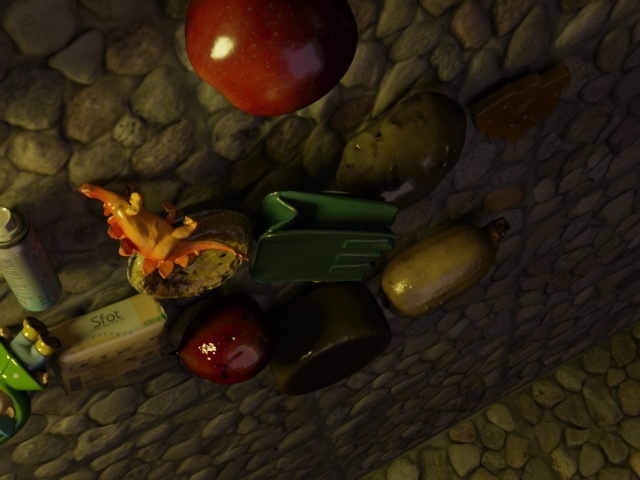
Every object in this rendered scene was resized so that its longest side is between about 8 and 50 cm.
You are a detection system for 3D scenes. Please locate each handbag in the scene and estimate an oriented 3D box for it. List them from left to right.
[{"bbox_3d":[-0.001,-0.001,1.690,0.238,0.089,0.326,3,163,-8],"label":"handbag"}]

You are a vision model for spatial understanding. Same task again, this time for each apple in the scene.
[{"bbox_3d":[-0.062,-0.270,1.235,0.201,0.218,0.218,-40,151,19],"label":"apple"}]

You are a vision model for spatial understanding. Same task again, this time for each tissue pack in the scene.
[{"bbox_3d":[-0.396,0.193,1.786,0.222,0.090,0.186,-20,153,-18],"label":"tissue pack"}]

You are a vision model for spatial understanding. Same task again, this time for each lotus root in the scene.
[{"bbox_3d":[0.289,0.059,2.179,0.342,0.151,0.169,-28,153,0],"label":"lotus root"}]

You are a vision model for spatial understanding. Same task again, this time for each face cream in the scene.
[{"bbox_3d":[-0.459,0.026,1.468,0.075,0.075,0.229,-24,152,-14],"label":"face cream"}]

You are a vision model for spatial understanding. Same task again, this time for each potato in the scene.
[{"bbox_3d":[0.148,-0.150,1.691,0.262,0.165,0.165,-34,152,1],"label":"potato"}]

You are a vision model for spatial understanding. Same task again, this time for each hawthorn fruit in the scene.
[{"bbox_3d":[-0.205,0.211,1.931,0.235,0.181,0.181,-20,153,5],"label":"hawthorn fruit"}]

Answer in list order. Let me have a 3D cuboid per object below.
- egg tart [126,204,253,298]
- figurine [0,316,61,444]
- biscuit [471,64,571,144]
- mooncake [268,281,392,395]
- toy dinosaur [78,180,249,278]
[{"bbox_3d":[-0.227,0.011,1.654,0.234,0.094,0.234,-23,154,-12],"label":"egg tart"},{"bbox_3d":[-0.559,0.255,1.659,0.263,0.162,0.143,-47,173,5],"label":"figurine"},{"bbox_3d":[0.378,-0.263,1.870,0.238,0.041,0.212,-8,150,-37],"label":"biscuit"},{"bbox_3d":[0.009,0.215,2.142,0.284,0.155,0.284,-22,153,-12],"label":"mooncake"},{"bbox_3d":[-0.257,-0.002,1.509,0.288,0.070,0.117,30,95,-22],"label":"toy dinosaur"}]
